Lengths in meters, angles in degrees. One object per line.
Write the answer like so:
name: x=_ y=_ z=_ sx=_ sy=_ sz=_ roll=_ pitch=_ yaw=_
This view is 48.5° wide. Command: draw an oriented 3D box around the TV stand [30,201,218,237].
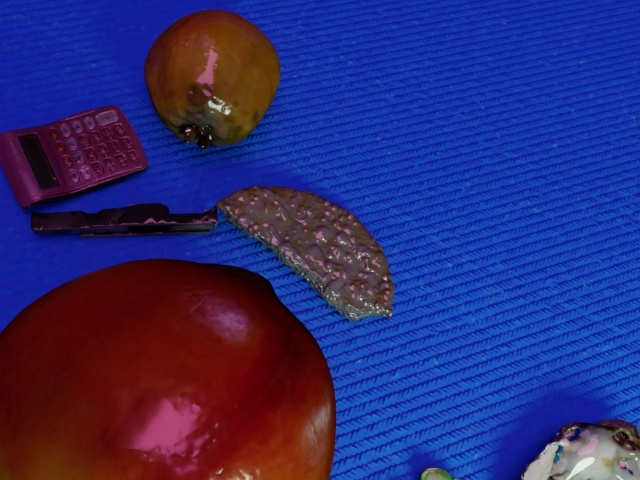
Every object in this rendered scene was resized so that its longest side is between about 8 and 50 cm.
TV stand: x=-0.269 y=-0.029 z=0.988 sx=0.249 sy=0.042 sz=0.036 roll=-2 pitch=68 yaw=-11

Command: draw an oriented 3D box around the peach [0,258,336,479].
peach: x=-0.156 y=0.186 z=0.737 sx=0.388 sy=0.388 sz=0.388 roll=4 pitch=65 yaw=-9

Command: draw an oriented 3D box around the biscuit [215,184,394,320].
biscuit: x=-0.001 y=0.001 z=1.019 sx=0.289 sy=0.038 sz=0.141 roll=37 pitch=55 yaw=3

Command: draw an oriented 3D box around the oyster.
oyster: x=0.338 y=0.342 z=0.905 sx=0.222 sy=0.083 sz=0.214 roll=-8 pitch=63 yaw=-8

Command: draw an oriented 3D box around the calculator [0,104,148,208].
calculator: x=-0.355 y=-0.121 z=1.022 sx=0.190 sy=0.034 sz=0.127 roll=-22 pitch=70 yaw=-25

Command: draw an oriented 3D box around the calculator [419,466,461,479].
calculator: x=0.128 y=0.398 z=0.866 sx=0.146 sy=0.032 sz=0.235 roll=20 pitch=65 yaw=-1

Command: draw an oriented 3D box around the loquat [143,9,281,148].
loquat: x=-0.156 y=-0.236 z=1.040 sx=0.187 sy=0.176 sz=0.234 roll=9 pitch=60 yaw=12
